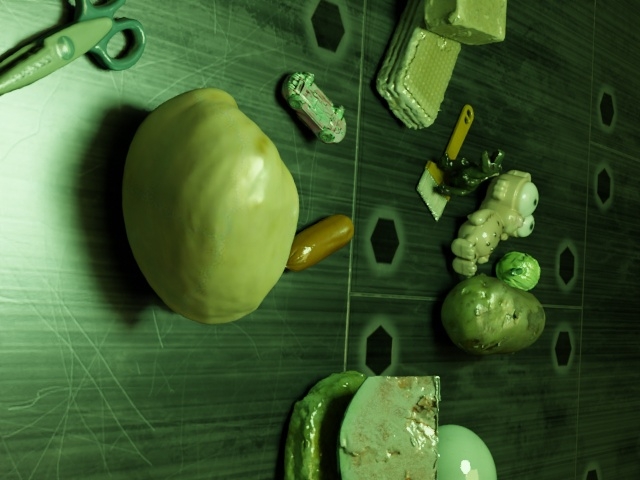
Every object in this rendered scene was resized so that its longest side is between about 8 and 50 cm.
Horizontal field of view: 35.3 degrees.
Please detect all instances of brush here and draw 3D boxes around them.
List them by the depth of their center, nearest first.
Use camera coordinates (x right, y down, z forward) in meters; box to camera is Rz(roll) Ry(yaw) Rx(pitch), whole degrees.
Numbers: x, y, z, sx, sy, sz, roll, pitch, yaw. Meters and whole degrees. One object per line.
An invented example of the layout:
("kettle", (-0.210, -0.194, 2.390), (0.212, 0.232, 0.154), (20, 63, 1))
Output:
("brush", (0.265, -0.176, 2.056), (0.103, 0.013, 0.272), (53, 51, -38))

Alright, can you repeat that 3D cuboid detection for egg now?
("egg", (0.238, 0.480, 1.896), (0.183, 0.183, 0.264), (8, 91, -51))

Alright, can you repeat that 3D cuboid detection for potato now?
("potato", (0.350, 0.161, 2.046), (0.262, 0.165, 0.165), (20, 75, -45))

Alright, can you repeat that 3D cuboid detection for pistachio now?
("pistachio", (-0.150, -0.048, 1.379), (0.238, 0.229, 0.321), (-4, 102, -10))

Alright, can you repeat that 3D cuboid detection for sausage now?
("sausage", (0.000, 0.000, 1.695), (0.183, 0.054, 0.062), (-27, 83, -45))

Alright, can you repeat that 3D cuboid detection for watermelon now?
("watermelon", (0.135, 0.375, 1.651), (0.224, 0.180, 0.305), (5, 78, -40))

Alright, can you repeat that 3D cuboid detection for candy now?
("candy", (0.405, 0.065, 2.083), (0.093, 0.092, 0.335), (56, 10, 9))

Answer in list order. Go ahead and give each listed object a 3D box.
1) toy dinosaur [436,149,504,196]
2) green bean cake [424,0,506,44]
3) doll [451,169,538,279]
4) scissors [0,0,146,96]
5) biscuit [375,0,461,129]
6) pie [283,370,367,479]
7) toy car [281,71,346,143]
("toy dinosaur", (0.326, -0.121, 2.001), (0.179, 0.187, 0.087), (10, 82, -25))
("green bean cake", (0.271, -0.435, 1.878), (0.179, 0.085, 0.109), (3, 86, -50))
("doll", (0.363, -0.030, 2.104), (0.278, 0.119, 0.154), (-50, 141, -31))
("scissors", (-0.330, -0.248, 1.286), (0.289, 0.041, 0.138), (-44, 131, -42))
("biscuit", (0.219, -0.423, 1.942), (0.144, 0.078, 0.426), (42, 58, -42))
("pie", (0.030, 0.363, 1.729), (0.277, 0.078, 0.277), (10, 78, -53))
("toy car", (-0.013, -0.218, 1.674), (0.142, 0.055, 0.069), (45, 48, -30))
